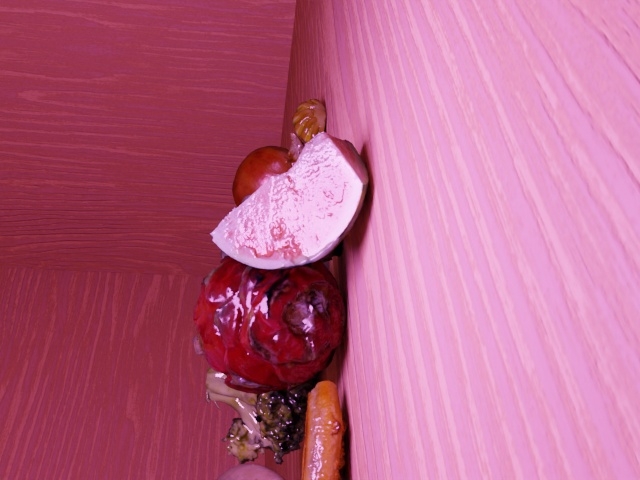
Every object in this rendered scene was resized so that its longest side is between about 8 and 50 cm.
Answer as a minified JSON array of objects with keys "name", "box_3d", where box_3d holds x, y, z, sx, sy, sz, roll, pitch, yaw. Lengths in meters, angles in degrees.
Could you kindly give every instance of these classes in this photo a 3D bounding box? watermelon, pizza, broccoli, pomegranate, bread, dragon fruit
[{"name":"watermelon","box_3d":[-0.048,-0.052,1.238,0.305,0.180,0.224,-38,21,18]},{"name":"pizza","box_3d":[-0.046,-0.187,1.837,0.365,0.074,0.182,-108,-1,-59]},{"name":"broccoli","box_3d":[-0.148,0.362,1.703,0.348,0.281,0.293,-96,10,-64]},{"name":"pomegranate","box_3d":[-0.141,-0.159,2.131,0.252,0.270,0.229,-53,-11,16]},{"name":"bread","box_3d":[-0.031,-0.330,1.859,0.083,0.094,0.157,97,-179,-55]},{"name":"pizza","box_3d":[0.004,0.438,1.267,0.226,0.086,0.335,100,173,-69]},{"name":"dragon fruit","box_3d":[-0.102,0.155,1.367,0.329,0.329,0.329,-177,90,-83]}]

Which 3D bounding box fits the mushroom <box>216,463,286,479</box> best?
[{"name":"mushroom","box_3d":[-0.116,0.688,1.557,0.362,0.295,0.362,16,110,52]}]

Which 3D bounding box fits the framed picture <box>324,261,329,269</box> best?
[{"name":"framed picture","box_3d":[-0.001,0.062,1.735,0.203,0.015,0.150,103,168,-56]}]

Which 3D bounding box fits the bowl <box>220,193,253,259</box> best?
[{"name":"bowl","box_3d":[-0.188,0.046,1.976,0.337,0.157,0.337,39,149,30]}]

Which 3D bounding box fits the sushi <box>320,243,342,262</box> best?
[{"name":"sushi","box_3d":[0.000,-0.001,1.462,0.084,0.094,0.098,-90,-9,-49]}]
